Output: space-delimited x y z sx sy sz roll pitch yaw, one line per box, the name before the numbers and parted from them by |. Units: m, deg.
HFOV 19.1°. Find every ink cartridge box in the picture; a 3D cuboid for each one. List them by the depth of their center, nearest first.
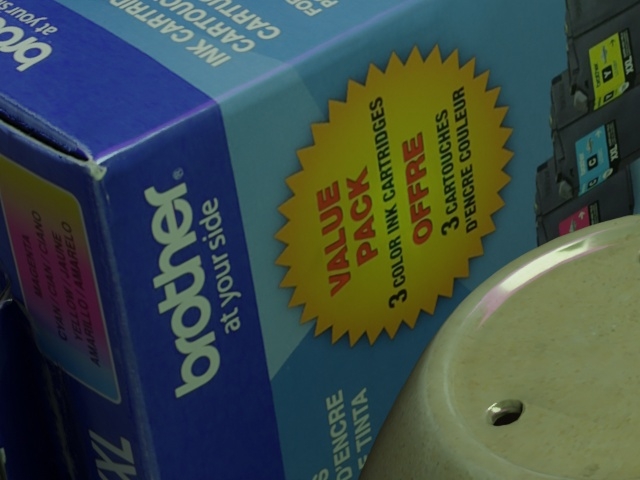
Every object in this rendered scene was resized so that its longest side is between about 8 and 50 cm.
ink cartridge box | 0.000 0.000 0.737 0.395 0.270 0.151 -29 40 -28

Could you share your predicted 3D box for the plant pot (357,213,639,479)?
plant pot | 0.118 0.104 0.584 0.284 0.191 0.284 -14 33 9
